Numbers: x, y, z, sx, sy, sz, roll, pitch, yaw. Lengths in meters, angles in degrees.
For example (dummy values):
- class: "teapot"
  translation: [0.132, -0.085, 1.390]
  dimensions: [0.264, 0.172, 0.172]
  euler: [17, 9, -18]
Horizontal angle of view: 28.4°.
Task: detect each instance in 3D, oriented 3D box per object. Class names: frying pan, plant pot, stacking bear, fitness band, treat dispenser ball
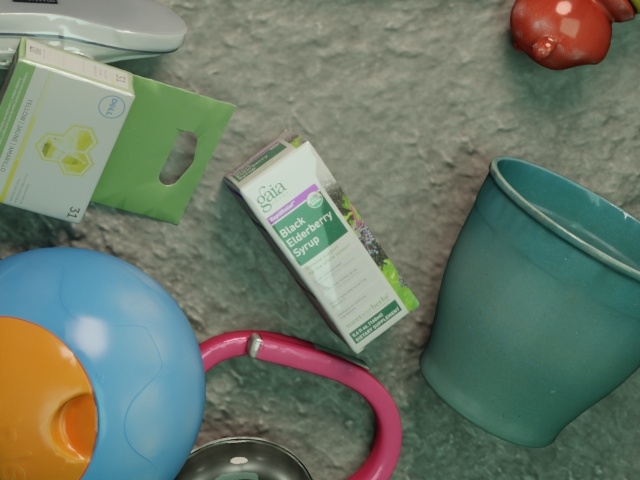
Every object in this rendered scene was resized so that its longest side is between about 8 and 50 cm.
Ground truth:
- class: "frying pan"
  translation: [-0.146, 0.357, 1.442]
  dimensions: [0.326, 0.053, 0.197]
  euler: [-40, 114, 2]
- class: "plant pot"
  translation: [0.249, 0.082, 1.433]
  dimensions: [0.272, 0.271, 0.255]
  euler: [22, 110, -20]
- class: "stacking bear"
  translation: [0.333, -0.313, 1.420]
  dimensions: [0.164, 0.175, 0.289]
  euler: [39, 96, -22]
- class: "fitness band"
  translation: [-0.044, 0.219, 1.470]
  dimensions: [0.291, 0.054, 0.209]
  euler: [19, 96, -18]
- class: "treat dispenser ball"
  translation: [-0.259, 0.149, 1.266]
  dimensions: [0.288, 0.288, 0.288]
  euler: [-4, 103, -16]

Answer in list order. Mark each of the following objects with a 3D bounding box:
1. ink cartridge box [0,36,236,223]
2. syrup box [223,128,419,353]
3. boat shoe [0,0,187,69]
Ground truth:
- class: "ink cartridge box"
  translation: [-0.224, -0.095, 1.307]
  dimensions: [0.235, 0.056, 0.171]
  euler: [17, 122, -22]
- class: "syrup box"
  translation: [0.000, 0.000, 1.413]
  dimensions: [0.093, 0.096, 0.237]
  euler: [-37, 110, -6]
- class: "boat shoe"
  translation: [-0.269, -0.210, 1.301]
  dimensions: [0.258, 0.095, 0.084]
  euler: [5, 128, -16]
